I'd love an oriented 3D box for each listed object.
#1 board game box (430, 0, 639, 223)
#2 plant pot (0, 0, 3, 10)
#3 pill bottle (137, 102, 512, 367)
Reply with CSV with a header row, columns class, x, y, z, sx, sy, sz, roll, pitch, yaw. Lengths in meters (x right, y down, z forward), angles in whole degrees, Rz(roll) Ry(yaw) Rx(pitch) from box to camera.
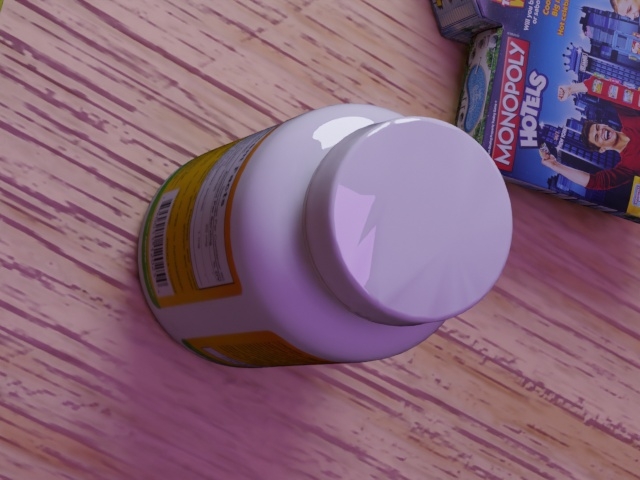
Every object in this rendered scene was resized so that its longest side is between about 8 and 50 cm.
class,x,y,z,sx,sy,sz,roll,pitch,yaw
board game box,0.146,-0.124,1.090,0.194,0.060,0.194,16,79,-21
plant pot,-0.262,-0.164,0.773,0.227,0.228,0.207,40,80,-36
pill bottle,0.000,0.000,0.908,0.136,0.246,0.136,2,84,-24
